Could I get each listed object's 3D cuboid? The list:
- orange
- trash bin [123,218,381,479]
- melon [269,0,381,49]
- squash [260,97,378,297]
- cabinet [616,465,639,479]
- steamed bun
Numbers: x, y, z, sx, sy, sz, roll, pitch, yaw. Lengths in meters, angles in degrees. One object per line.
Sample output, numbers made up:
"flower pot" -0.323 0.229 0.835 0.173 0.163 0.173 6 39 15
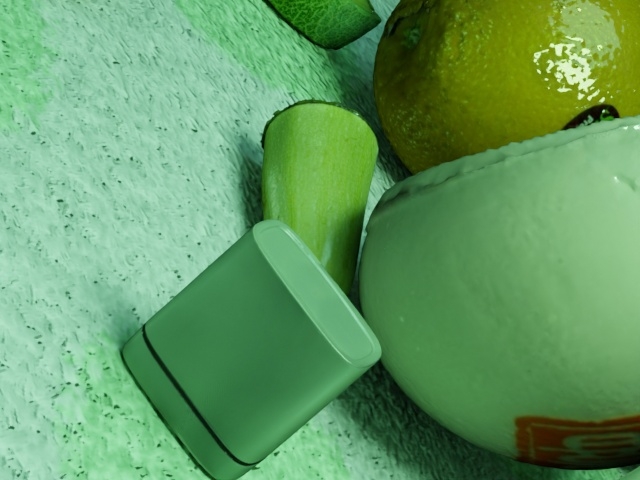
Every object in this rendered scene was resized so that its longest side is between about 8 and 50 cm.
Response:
"orange" 0.183 -0.143 1.545 0.274 0.274 0.274 35 30 -24
"trash bin" -0.044 0.070 1.085 0.116 0.130 0.059 52 27 8
"melon" -0.035 -0.273 1.615 0.118 0.064 0.209 12 42 -47
"squash" 0.000 0.000 1.301 0.094 0.094 0.224 31 38 -29
"cabinet" 0.240 0.230 1.154 0.145 0.206 0.150 59 -1 19
"steamed bun" 0.215 0.044 1.268 0.374 0.374 0.241 1 74 -54
